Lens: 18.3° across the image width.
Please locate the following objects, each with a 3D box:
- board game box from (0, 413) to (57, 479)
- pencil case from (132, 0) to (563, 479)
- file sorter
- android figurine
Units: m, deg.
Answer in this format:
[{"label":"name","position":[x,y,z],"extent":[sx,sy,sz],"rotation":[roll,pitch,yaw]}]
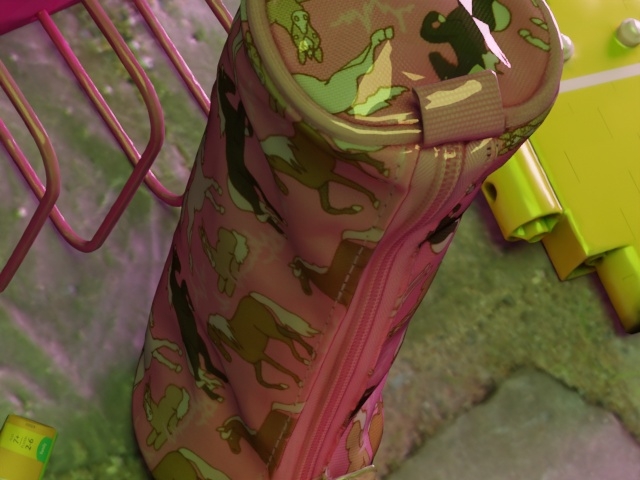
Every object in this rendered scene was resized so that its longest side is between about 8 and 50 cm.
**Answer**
[{"label":"board game box","position":[-0.197,0.226,1.012],"extent":[0.039,0.124,0.259],"rotation":[19,59,-10]},{"label":"pencil case","position":[0.000,0.000,1.048],"extent":[0.167,0.386,0.160],"rotation":[34,52,12]},{"label":"file sorter","position":[-0.159,-0.094,1.149],"extent":[0.290,0.202,0.182],"rotation":[-28,80,-31]},{"label":"android figurine","position":[0.207,-0.075,1.369],"extent":[0.248,0.056,0.273],"rotation":[-13,72,-26]}]
